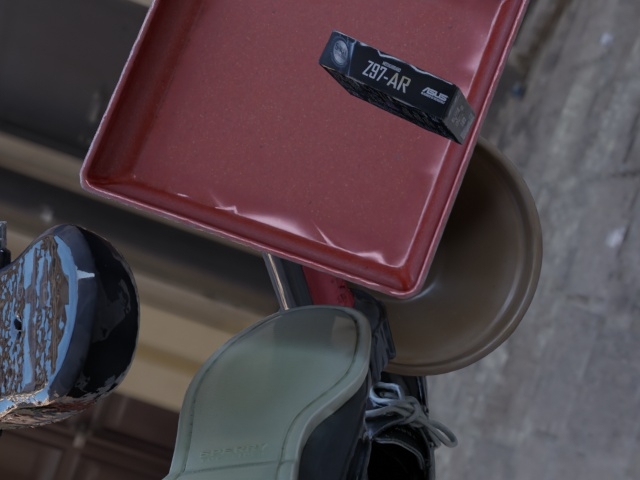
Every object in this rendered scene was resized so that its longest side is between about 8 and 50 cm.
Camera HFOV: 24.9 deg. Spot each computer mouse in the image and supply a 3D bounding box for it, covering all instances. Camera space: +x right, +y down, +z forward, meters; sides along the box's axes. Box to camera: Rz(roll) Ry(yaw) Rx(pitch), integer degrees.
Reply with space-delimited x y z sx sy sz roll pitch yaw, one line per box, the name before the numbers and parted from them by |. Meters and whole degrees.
computer mouse | -0.191 0.060 1.021 0.272 0.072 0.188 -18 68 56

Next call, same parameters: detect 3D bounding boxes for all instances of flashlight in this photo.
flashlight | 0.000 0.000 1.174 0.103 0.103 0.304 -46 -41 -27

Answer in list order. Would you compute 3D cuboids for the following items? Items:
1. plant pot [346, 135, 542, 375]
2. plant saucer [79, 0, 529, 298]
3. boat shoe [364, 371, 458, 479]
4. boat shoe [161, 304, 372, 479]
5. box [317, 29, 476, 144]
plant pot | 0.082 0.008 1.374 0.110 0.237 0.237 165 124 -79
plant saucer | -0.005 -0.111 1.027 0.048 0.258 0.259 57 -127 -72
boat shoe | 0.063 0.187 1.357 0.105 0.113 0.306 -39 32 51
boat shoe | -0.028 0.162 0.986 0.340 0.127 0.113 -75 -24 -63
box | 0.039 -0.073 0.712 0.018 0.067 0.083 -64 -14 1
